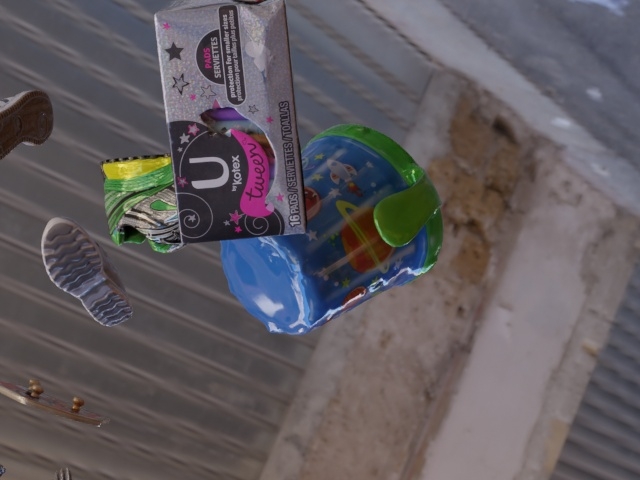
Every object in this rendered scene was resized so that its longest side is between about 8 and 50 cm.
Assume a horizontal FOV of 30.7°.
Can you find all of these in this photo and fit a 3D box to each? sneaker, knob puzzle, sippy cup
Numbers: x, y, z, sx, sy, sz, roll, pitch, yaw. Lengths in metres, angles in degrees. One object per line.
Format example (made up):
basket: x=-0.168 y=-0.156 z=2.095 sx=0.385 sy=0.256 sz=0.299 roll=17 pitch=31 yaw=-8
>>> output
sneaker: x=-0.582 y=-0.200 z=2.024 sx=0.153 sy=0.099 sz=0.282 roll=1 pitch=-162 yaw=14
sneaker: x=-0.459 y=0.047 z=2.245 sx=0.281 sy=0.105 sz=0.115 roll=68 pitch=178 yaw=-45
sneaker: x=-0.180 y=-0.057 z=1.693 sx=0.343 sy=0.146 sz=0.134 roll=-4 pitch=179 yaw=41
knob puzzle: x=-0.432 y=0.248 z=1.851 sx=0.213 sy=0.030 sz=0.213 roll=21 pitch=174 yaw=2
sippy cup: x=0.000 y=0.000 z=1.494 sx=0.240 sy=0.224 sz=0.305 roll=40 pitch=142 yaw=19

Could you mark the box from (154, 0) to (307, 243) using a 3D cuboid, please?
box: x=-0.096 y=-0.138 z=1.275 sx=0.142 sy=0.247 sz=0.163 roll=-6 pitch=-164 yaw=0

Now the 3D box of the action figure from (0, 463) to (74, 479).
action figure: x=-0.451 y=0.414 z=1.804 sx=0.164 sy=0.141 sz=0.275 roll=5 pitch=173 yaw=-31
